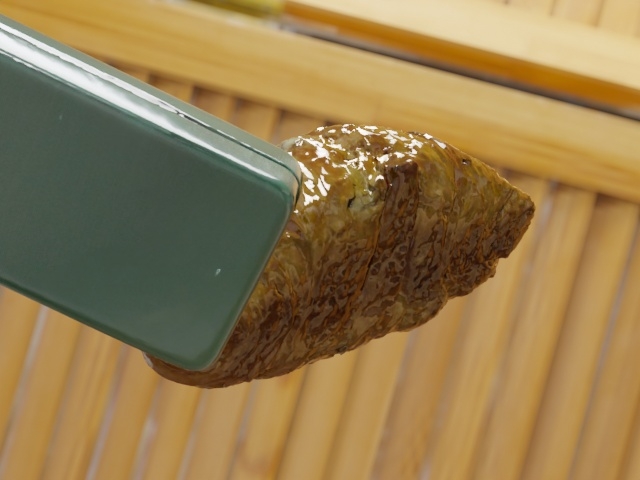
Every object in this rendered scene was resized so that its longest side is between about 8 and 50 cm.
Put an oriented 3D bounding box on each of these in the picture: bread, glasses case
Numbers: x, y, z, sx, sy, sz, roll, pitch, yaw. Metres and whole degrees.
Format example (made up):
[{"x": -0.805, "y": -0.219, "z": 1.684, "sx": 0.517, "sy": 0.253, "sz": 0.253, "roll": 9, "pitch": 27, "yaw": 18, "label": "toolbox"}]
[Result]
[{"x": 0.000, "y": 0.000, "z": 0.822, "sx": 0.233, "sy": 0.076, "sz": 0.105, "roll": -21, "pitch": -50, "yaw": -42, "label": "bread"}, {"x": -0.102, "y": -0.029, "z": 0.622, "sx": 0.078, "sy": 0.184, "sz": 0.039, "roll": -62, "pitch": 7, "yaw": 20, "label": "glasses case"}]
